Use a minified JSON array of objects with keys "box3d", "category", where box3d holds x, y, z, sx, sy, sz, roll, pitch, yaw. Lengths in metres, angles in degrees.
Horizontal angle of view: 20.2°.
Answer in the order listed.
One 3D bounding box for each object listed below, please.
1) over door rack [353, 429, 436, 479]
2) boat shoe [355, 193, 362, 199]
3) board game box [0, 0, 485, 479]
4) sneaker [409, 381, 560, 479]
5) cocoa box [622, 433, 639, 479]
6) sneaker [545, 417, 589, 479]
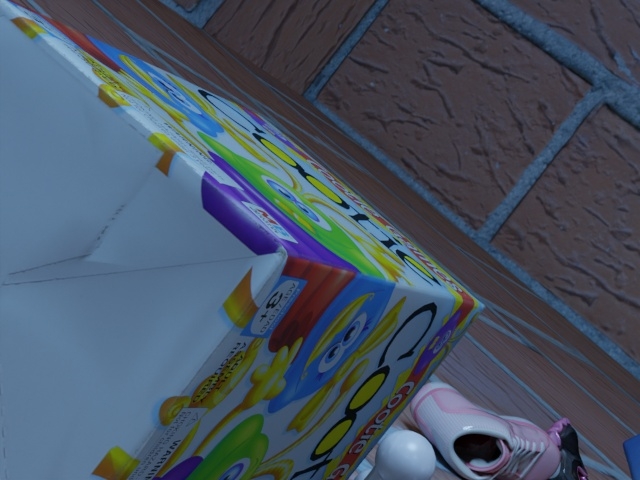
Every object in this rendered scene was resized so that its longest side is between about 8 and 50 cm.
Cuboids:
[{"box3d":[0.084,0.178,0.579,0.239,0.108,0.324,37,7,5],"category":"over door rack"},{"box3d":[-0.001,-0.002,1.425,0.257,0.095,0.095,36,7,-15],"category":"boat shoe"},{"box3d":[-0.059,0.028,0.689,0.142,0.144,0.275,40,8,17],"category":"board game box"},{"box3d":[0.125,0.150,1.256,0.134,0.051,0.070,30,11,-31],"category":"sneaker"},{"box3d":[0.328,0.189,1.029,0.231,0.228,0.347,61,7,1],"category":"cocoa box"},{"box3d":[0.198,0.183,1.474,0.057,0.047,0.119,45,15,8],"category":"sneaker"}]
